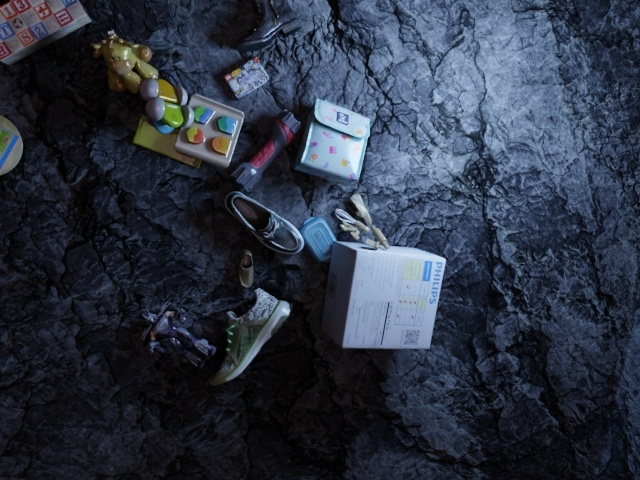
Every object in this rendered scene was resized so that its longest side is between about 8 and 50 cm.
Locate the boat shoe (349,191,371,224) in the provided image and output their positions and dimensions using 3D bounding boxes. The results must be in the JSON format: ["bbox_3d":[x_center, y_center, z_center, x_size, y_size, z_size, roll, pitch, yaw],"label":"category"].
[{"bbox_3d":[0.152,-0.115,1.942,0.045,0.050,0.135,-26,102,4],"label":"boat shoe"}]

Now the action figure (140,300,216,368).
[{"bbox_3d":[-0.515,0.339,1.836,0.285,0.099,0.185,37,97,-12],"label":"action figure"}]

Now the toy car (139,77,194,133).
[{"bbox_3d":[-0.518,-0.431,1.682,0.136,0.159,0.182,-36,67,33],"label":"toy car"}]

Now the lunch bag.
[{"bbox_3d":[0.048,-0.353,1.821,0.223,0.160,0.262,17,84,-12],"label":"lunch bag"}]

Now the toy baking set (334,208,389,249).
[{"bbox_3d":[0.144,-0.049,1.847,0.196,0.256,0.030,23,111,-22],"label":"toy baking set"}]

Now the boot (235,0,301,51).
[{"bbox_3d":[-0.208,-0.784,1.733,0.263,0.091,0.229,-27,99,-11],"label":"boot"}]

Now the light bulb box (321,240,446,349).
[{"bbox_3d":[0.226,0.201,1.900,0.361,0.225,0.358,6,98,-21],"label":"light bulb box"}]

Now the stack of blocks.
[{"bbox_3d":[-0.893,-0.694,1.577,0.297,0.087,0.171,-32,105,-6],"label":"stack of blocks"}]

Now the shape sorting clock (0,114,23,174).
[{"bbox_3d":[-1.060,-0.305,1.627,0.206,0.040,0.206,-2,96,-15],"label":"shape sorting clock"}]

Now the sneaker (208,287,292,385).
[{"bbox_3d":[-0.291,0.343,1.880,0.182,0.158,0.410,40,83,-3],"label":"sneaker"}]

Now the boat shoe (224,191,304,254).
[{"bbox_3d":[-0.200,-0.050,1.830,0.335,0.119,0.121,33,91,-16],"label":"boat shoe"}]

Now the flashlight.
[{"bbox_3d":[-0.193,-0.318,1.799,0.103,0.103,0.304,44,89,10],"label":"flashlight"}]

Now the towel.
[{"bbox_3d":[-0.512,-0.337,1.760,0.237,0.021,0.102,20,93,-15],"label":"towel"}]

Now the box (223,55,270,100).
[{"bbox_3d":[-0.255,-0.562,1.779,0.137,0.027,0.094,-35,104,-5],"label":"box"}]

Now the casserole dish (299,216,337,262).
[{"bbox_3d":[0.000,0.000,1.929,0.114,0.037,0.188,-32,104,-7],"label":"casserole dish"}]

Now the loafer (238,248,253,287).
[{"bbox_3d":[-0.273,0.105,1.875,0.056,0.050,0.148,-5,100,-12],"label":"loafer"}]

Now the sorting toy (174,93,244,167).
[{"bbox_3d":[-0.378,-0.377,1.760,0.193,0.038,0.208,18,84,-15],"label":"sorting toy"}]

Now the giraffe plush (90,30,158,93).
[{"bbox_3d":[-0.626,-0.577,1.616,0.181,0.170,0.210,-34,105,-5],"label":"giraffe plush"}]
